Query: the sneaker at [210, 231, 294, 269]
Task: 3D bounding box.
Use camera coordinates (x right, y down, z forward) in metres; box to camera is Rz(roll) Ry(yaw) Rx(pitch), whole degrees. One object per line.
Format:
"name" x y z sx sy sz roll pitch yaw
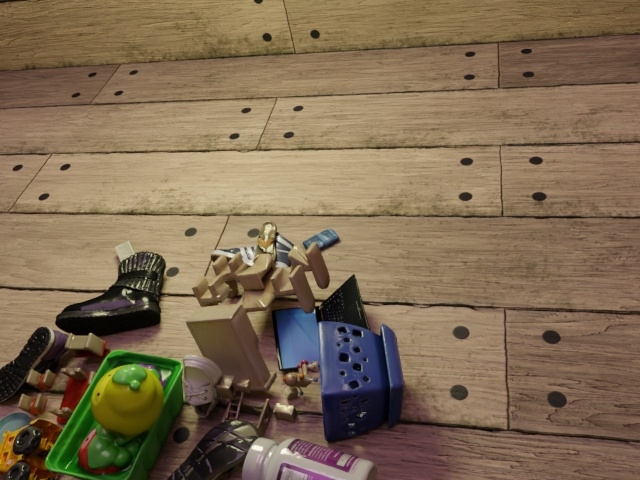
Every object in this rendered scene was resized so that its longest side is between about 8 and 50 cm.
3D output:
"sneaker" -0.223 0.042 2.127 0.283 0.099 0.153 10 53 13

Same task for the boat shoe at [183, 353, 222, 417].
"boat shoe" -0.320 0.400 1.672 0.098 0.277 0.096 10 53 11

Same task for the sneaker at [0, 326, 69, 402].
"sneaker" -0.888 0.402 1.931 0.283 0.124 0.107 -47 57 2

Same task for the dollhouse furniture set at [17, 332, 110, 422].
"dollhouse furniture set" -0.723 0.421 1.872 0.262 0.135 0.259 -2 56 11

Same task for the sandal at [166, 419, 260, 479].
"sandal" -0.285 0.585 1.618 0.303 0.086 0.120 -41 55 -7

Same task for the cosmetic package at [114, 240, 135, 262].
"cosmetic package" -0.703 0.058 2.265 0.060 0.041 0.115 -25 46 -13

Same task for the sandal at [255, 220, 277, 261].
"sandal" -0.179 0.001 2.063 0.072 0.049 0.180 1 54 3

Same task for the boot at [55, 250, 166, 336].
"boot" -0.691 0.175 2.076 0.348 0.131 0.260 -6 51 -8

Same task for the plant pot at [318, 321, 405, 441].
"plant pot" 0.104 0.366 1.644 0.212 0.235 0.235 -4 44 -1

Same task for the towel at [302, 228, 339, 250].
"towel" 0.000 0.000 2.170 0.120 0.029 0.067 -28 45 -15

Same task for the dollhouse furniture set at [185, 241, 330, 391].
"dollhouse furniture set" -0.191 0.223 1.860 0.362 0.256 0.394 -8 26 27

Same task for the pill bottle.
"pill bottle" -0.028 0.577 1.498 0.302 0.169 0.169 10 49 22

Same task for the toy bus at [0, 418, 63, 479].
"toy bus" -0.813 0.615 1.671 0.212 0.149 0.220 -16 45 15

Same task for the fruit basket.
"fruit basket" -0.520 0.438 1.613 0.283 0.392 0.392 5 47 17

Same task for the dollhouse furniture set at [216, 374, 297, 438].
"dollhouse furniture set" -0.177 0.453 1.661 0.182 0.160 0.101 4 47 18

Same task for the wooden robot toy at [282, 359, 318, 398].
"wooden robot toy" -0.072 0.375 1.701 0.079 0.173 0.076 6 52 -29

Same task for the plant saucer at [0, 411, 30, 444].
"plant saucer" -0.903 0.561 1.820 0.120 0.021 0.119 -7 44 7

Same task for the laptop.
"laptop" -0.005 0.240 1.847 0.264 0.137 0.234 -45 37 28
